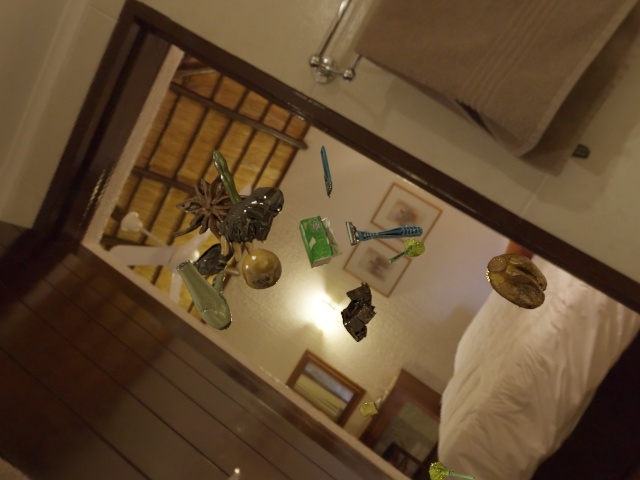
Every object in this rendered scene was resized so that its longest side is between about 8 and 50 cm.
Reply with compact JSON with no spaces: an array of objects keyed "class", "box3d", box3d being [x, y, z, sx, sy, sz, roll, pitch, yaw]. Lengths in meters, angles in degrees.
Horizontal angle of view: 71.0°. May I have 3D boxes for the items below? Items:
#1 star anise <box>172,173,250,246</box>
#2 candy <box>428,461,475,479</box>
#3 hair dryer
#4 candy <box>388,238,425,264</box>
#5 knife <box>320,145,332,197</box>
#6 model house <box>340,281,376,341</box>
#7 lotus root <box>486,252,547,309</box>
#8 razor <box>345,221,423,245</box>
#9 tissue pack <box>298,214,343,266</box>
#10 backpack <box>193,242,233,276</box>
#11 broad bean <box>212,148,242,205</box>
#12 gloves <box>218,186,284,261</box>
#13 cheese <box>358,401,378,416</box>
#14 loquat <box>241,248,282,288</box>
[{"class":"star anise","box3d":[-0.436,-0.125,1.809,0.350,0.292,0.109,-63,-19,5]},{"class":"candy","box3d":[0.398,0.708,1.354,0.062,0.058,0.194,-48,5,-31]},{"class":"hair dryer","box3d":[-0.325,0.116,1.264,0.088,0.225,0.219,-22,-45,8]},{"class":"candy","box3d":[0.308,0.045,1.630,0.262,0.077,0.073,-20,-76,-55]},{"class":"knife","box3d":[0.020,-0.279,1.771,0.044,0.026,0.297,105,163,-44]},{"class":"model house","box3d":[0.164,0.276,1.746,0.164,0.141,0.203,-47,25,18]},{"class":"lotus root","box3d":[0.792,0.152,1.805,0.193,0.291,0.193,-49,23,29]},{"class":"razor","box3d":[0.198,-0.023,1.370,0.253,0.082,0.042,-4,-28,-19]},{"class":"tissue pack","box3d":[0.001,0.001,2.107,0.156,0.209,0.148,-15,-15,-13]},{"class":"backpack","box3d":[-0.430,0.078,1.852,0.165,0.106,0.120,-35,-4,27]},{"class":"broad bean","box3d":[-0.342,-0.219,1.660,0.046,0.255,0.065,-22,10,-1]},{"class":"gloves","box3d":[-0.191,-0.041,1.177,0.203,0.124,0.164,-48,19,-31]},{"class":"cheese","box3d":[0.168,0.575,1.520,0.060,0.041,0.084,-20,-29,6]},{"class":"loquat","box3d":[-0.288,0.142,2.226,0.213,0.213,0.213,-53,-14,-19]}]
